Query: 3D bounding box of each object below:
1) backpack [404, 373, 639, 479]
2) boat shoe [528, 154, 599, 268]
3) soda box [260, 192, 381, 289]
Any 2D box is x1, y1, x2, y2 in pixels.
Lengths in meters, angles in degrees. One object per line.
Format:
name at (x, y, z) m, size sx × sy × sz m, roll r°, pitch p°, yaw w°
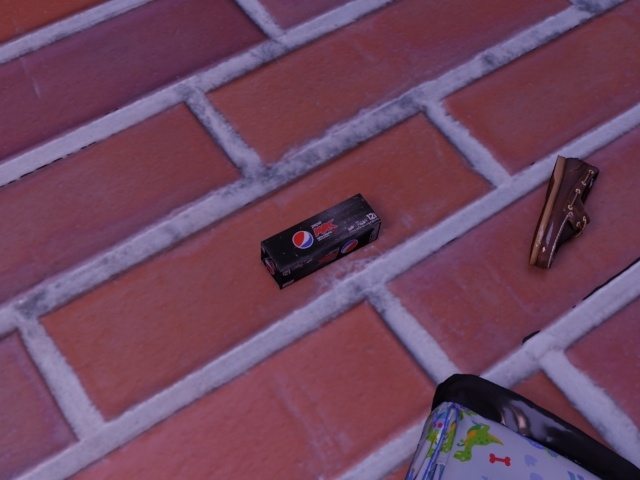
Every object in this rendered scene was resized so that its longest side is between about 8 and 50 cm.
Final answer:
backpack at (0.189, 0.353, 0.947) m, size 0.290 × 0.273 × 0.356 m, roll 31°, pitch 73°, yaw 8°
boat shoe at (0.358, -0.042, 1.287) m, size 0.073 × 0.073 × 0.207 m, roll 19°, pitch 59°, yaw 11°
soda box at (0.000, 0.000, 1.249) m, size 0.168 × 0.053 × 0.060 m, roll -26°, pitch 63°, yaw -19°
